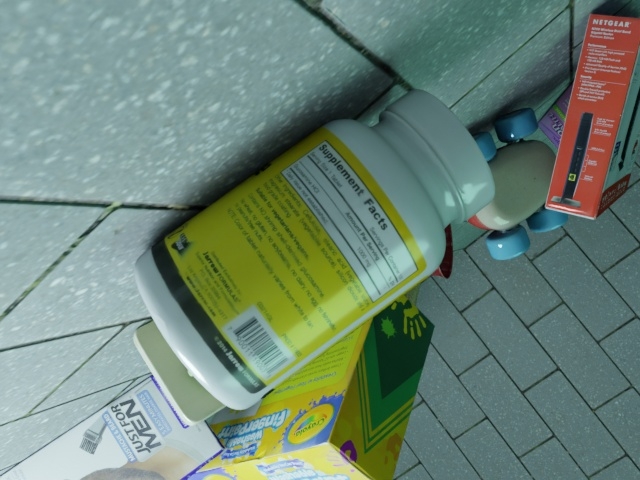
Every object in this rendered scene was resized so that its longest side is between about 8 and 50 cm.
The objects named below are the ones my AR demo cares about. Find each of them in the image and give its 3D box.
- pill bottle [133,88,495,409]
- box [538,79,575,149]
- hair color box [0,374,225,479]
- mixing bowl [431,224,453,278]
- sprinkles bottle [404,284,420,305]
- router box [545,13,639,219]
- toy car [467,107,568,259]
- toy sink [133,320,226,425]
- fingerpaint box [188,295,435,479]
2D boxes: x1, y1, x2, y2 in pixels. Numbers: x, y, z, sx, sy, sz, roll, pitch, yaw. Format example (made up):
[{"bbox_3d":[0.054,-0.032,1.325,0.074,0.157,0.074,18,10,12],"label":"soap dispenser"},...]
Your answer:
[{"bbox_3d":[0.000,0.000,0.661,0.334,0.188,0.188,-36,168,-4],"label":"pill bottle"},{"bbox_3d":[0.625,-0.315,1.410,0.213,0.117,0.243,-34,167,-14],"label":"box"},{"bbox_3d":[-0.362,0.398,1.163,0.339,0.185,0.110,-34,168,-16],"label":"hair color box"},{"bbox_3d":[0.202,-0.009,1.331,0.098,0.181,0.181,-5,-179,23],"label":"mixing bowl"},{"bbox_3d":[0.161,0.181,1.548,0.121,0.121,0.355,124,-13,-57],"label":"sprinkles bottle"},{"bbox_3d":[0.495,-0.212,1.121,0.335,0.082,0.301,-20,122,-56],"label":"router box"},{"bbox_3d":[0.298,-0.102,1.228,0.210,0.219,0.238,-31,-165,-25],"label":"toy car"},{"bbox_3d":[-0.105,0.111,0.877,0.234,0.153,0.131,-26,164,-37],"label":"toy sink"},{"bbox_3d":[-0.020,0.321,1.300,0.445,0.163,0.371,-29,-155,41],"label":"fingerpaint box"}]
